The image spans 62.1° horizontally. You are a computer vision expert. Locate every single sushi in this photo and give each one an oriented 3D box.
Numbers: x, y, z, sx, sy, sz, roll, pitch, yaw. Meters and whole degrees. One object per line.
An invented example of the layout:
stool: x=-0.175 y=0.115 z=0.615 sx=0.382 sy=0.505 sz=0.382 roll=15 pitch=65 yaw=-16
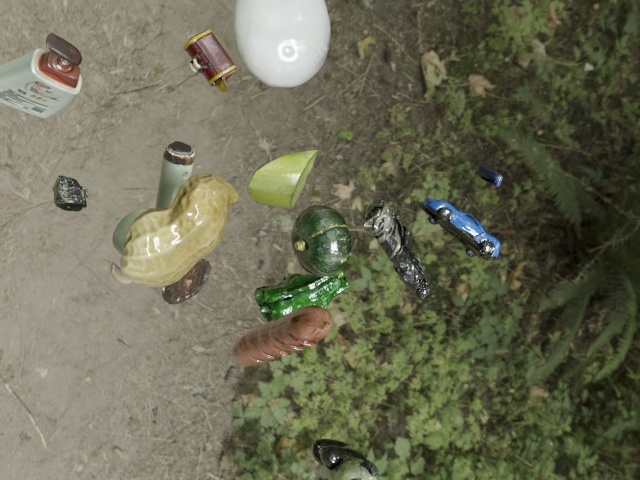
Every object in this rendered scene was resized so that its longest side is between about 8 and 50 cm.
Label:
sushi: x=-0.686 y=-0.124 z=1.470 sx=0.085 sy=0.056 sz=0.083 roll=12 pitch=44 yaw=-39

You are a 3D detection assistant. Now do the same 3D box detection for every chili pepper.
chili pepper: x=-0.036 y=0.184 z=1.784 sx=0.385 sy=0.213 sz=0.167 roll=-21 pitch=103 yaw=-35

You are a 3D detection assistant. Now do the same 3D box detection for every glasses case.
glasses case: x=0.437 y=-0.170 z=1.389 sx=0.023 sy=0.083 sz=0.033 roll=-6 pitch=123 yaw=-36

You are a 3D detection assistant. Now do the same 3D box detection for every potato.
potato: x=-0.629 y=0.108 z=1.646 sx=0.093 sy=0.036 sz=0.037 roll=57 pitch=44 yaw=-41

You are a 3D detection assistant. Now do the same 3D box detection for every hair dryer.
hair dryer: x=-0.312 y=-0.058 z=1.093 sx=0.128 sy=0.203 sz=0.362 roll=-22 pitch=143 yaw=-45

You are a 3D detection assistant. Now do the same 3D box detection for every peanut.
peanut: x=-0.234 y=-0.016 z=0.900 sx=0.233 sy=0.196 sz=0.110 roll=-39 pitch=79 yaw=-7

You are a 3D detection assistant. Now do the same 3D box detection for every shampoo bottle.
shampoo bottle: x=-0.552 y=-0.330 z=1.059 sx=0.153 sy=0.284 sz=0.071 roll=21 pitch=66 yaw=-44

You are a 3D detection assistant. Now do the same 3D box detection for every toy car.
toy car: x=0.334 y=-0.033 z=1.260 sx=0.216 sy=0.103 sz=0.063 roll=41 pitch=85 yaw=1

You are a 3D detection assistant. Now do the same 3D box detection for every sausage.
sausage: x=-0.087 y=0.204 z=1.120 sx=0.088 sy=0.433 sz=0.087 roll=11 pitch=67 yaw=-28

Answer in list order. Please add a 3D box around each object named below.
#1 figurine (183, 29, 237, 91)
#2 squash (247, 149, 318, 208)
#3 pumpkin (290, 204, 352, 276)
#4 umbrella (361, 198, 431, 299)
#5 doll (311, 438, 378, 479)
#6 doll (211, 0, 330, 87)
figurine: x=-0.290 y=-0.454 z=1.377 sx=0.154 sy=0.082 sz=0.098 roll=56 pitch=43 yaw=-9
squash: x=-0.139 y=-0.223 z=1.878 sx=0.155 sy=0.204 sz=0.236 roll=25 pitch=116 yaw=6
pumpkin: x=0.001 y=0.001 z=1.391 sx=0.146 sy=0.190 sz=0.190 roll=4 pitch=91 yaw=-18
umbrella: x=0.239 y=0.032 z=1.542 sx=0.106 sy=0.113 sz=0.357 roll=-28 pitch=119 yaw=14
doll: x=0.055 y=0.538 z=1.220 sx=0.135 sy=0.234 sz=0.143 roll=0 pitch=78 yaw=-10
doll: x=-0.048 y=-0.353 z=0.481 sx=0.187 sy=0.376 sz=0.365 roll=-7 pitch=123 yaw=-34
